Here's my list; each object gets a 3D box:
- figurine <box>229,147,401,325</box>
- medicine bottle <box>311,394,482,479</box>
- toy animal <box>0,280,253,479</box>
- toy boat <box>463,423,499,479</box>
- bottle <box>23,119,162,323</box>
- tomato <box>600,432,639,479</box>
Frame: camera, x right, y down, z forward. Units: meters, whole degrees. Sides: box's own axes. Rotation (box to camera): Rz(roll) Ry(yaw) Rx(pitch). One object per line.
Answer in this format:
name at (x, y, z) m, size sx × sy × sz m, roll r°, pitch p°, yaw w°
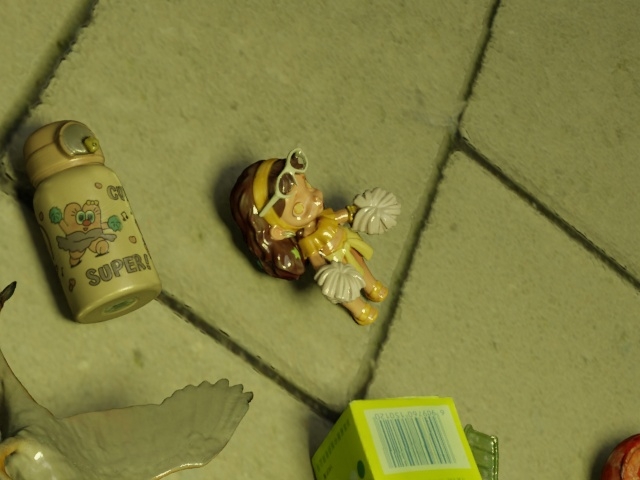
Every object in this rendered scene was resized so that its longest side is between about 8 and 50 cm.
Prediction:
figurine at (-0.002, -0.001, 1.770) m, size 0.240 × 0.116 × 0.174 m, roll 41°, pitch 49°, yaw -20°
medicine bottle at (0.099, 0.299, 1.615) m, size 0.141 × 0.137 × 0.250 m, roll 2°, pitch 52°, yaw -27°
toy animal at (-0.250, 0.160, 1.379) m, size 0.284 × 0.225 × 0.302 m, roll 43°, pitch 14°, yaw 7°
toy boat at (0.160, 0.351, 1.732) m, size 0.093 × 0.055 × 0.293 m, roll 26°, pitch 52°, yaw -23°
bottle at (-0.243, -0.027, 1.598) m, size 0.097 × 0.110 × 0.209 m, roll -14°, pitch 75°, yaw -35°
tomato at (0.431, 0.347, 1.921) m, size 0.228 × 0.101 × 0.227 m, roll 12°, pitch 65°, yaw -27°
